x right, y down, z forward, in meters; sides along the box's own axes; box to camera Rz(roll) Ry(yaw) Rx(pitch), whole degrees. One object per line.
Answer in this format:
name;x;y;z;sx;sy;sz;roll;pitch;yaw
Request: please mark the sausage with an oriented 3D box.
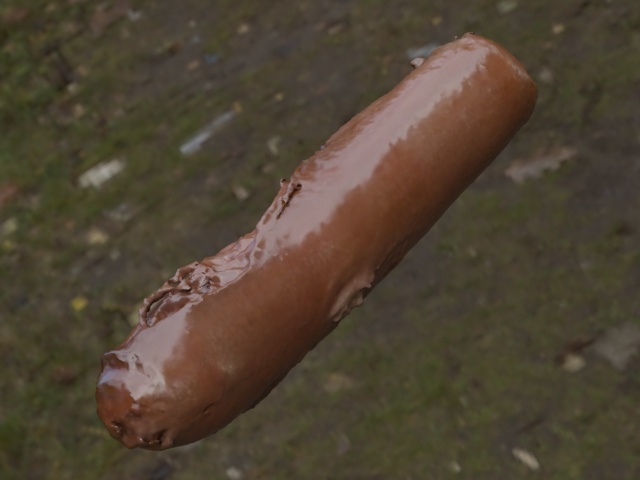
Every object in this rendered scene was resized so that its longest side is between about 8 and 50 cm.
sausage;0.000;0.001;0.861;0.079;0.087;0.326;38;58;13
